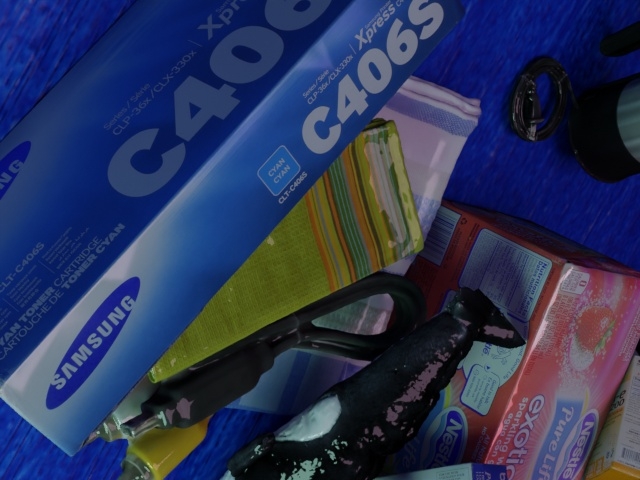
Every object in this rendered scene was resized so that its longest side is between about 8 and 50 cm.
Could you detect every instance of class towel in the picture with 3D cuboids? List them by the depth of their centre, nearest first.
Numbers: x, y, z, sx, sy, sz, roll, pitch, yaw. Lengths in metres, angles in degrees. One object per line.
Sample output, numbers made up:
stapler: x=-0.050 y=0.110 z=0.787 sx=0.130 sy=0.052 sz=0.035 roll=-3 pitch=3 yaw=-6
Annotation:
towel: x=-0.028 y=0.002 z=0.926 sx=0.237 sy=0.021 sz=0.102 roll=-26 pitch=105 yaw=-32
towel: x=0.000 y=0.000 z=1.019 sx=0.209 sy=0.034 sz=0.285 roll=17 pitch=100 yaw=-44

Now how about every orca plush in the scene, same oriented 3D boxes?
orca plush: x=0.036 y=0.162 z=1.008 sx=0.287 sy=0.102 sz=0.151 roll=-36 pitch=162 yaw=2

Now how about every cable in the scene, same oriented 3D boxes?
cable: x=-0.054 y=0.065 z=0.970 sx=0.287 sy=0.072 sz=0.140 roll=-26 pitch=107 yaw=-35

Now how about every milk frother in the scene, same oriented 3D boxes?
milk frother: x=0.247 y=-0.107 z=1.110 sx=0.143 sy=0.134 sz=0.129 roll=-27 pitch=96 yaw=-33

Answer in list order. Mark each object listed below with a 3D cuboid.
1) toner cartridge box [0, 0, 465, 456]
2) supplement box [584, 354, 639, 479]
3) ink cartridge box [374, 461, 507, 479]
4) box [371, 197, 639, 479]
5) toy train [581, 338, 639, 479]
toner cartridge box: x=-0.089 y=-0.057 z=0.817 sx=0.348 sy=0.165 sz=0.075 roll=-49 pitch=134 yaw=-12
supplement box: x=0.249 y=0.150 z=1.119 sx=0.062 sy=0.036 sz=0.098 roll=118 pitch=-10 yaw=-65
ink cartridge box: x=0.051 y=0.230 z=1.045 sx=0.046 sy=0.207 sz=0.097 roll=13 pitch=67 yaw=-45
box: x=0.131 y=0.135 z=1.119 sx=0.142 sy=0.154 sz=0.300 roll=11 pitch=102 yaw=-44
toy train: x=0.293 y=0.220 z=1.215 sx=0.190 sy=0.142 sz=0.334 roll=3 pitch=69 yaw=-11
